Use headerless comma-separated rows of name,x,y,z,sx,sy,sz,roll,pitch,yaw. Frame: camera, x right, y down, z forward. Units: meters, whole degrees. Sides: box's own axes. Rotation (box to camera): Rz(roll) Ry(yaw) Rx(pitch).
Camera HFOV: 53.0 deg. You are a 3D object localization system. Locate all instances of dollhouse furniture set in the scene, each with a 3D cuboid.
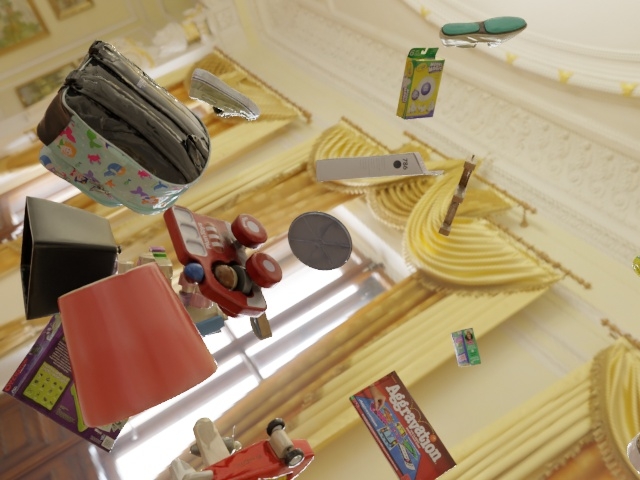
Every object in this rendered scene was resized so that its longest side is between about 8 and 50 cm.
dollhouse furniture set,-0.351,0.233,2.145,0.286,0.303,0.198,-122,-163,-49

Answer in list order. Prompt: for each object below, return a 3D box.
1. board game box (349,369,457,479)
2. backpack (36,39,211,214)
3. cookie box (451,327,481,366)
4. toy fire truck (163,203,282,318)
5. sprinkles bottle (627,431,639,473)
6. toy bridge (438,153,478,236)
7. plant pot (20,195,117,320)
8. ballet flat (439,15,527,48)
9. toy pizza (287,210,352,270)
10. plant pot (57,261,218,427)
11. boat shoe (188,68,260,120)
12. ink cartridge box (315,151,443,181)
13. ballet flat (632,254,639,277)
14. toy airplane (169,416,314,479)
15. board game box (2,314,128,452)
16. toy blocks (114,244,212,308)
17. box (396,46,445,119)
board game box,0.208,0.488,1.643,0.281,0.145,0.027,56,-18,22
backpack,-0.315,-0.166,1.061,0.253,0.191,0.225,33,39,-22
cookie box,0.435,0.321,1.921,0.092,0.040,0.107,123,-44,-73
toy fire truck,-0.254,0.054,1.594,0.253,0.169,0.302,15,41,-46
sprinkles bottle,0.883,0.455,1.547,0.121,0.121,0.356,51,-32,30
toy bridge,0.299,-0.102,1.383,0.026,0.063,0.188,21,-57,10
plant pot,-0.523,0.036,1.333,0.187,0.166,0.188,53,-48,48
ballet flat,0.471,-0.600,1.870,0.086,0.248,0.086,0,90,-80
toy pizza,0.000,0.000,1.904,0.201,0.201,0.032,66,27,-20
plant pot,-0.365,0.187,1.230,0.243,0.274,0.275,68,-15,-2
boat shoe,-0.309,-0.442,2.037,0.109,0.094,0.302,25,1,37
ink cartridge box,0.165,-0.203,1.741,0.165,0.332,0.065,-35,123,-75
ballet flat,0.841,0.125,1.532,0.231,0.077,0.077,48,7,7
toy airplane,-0.240,0.694,1.812,0.384,0.386,0.273,12,-53,9
board game box,-0.549,0.335,1.494,0.056,0.208,0.347,14,-29,32
toy blocks,-0.498,0.168,1.906,0.288,0.308,0.260,-148,-117,-66
box,0.261,-0.406,1.656,0.043,0.105,0.179,37,-50,45
